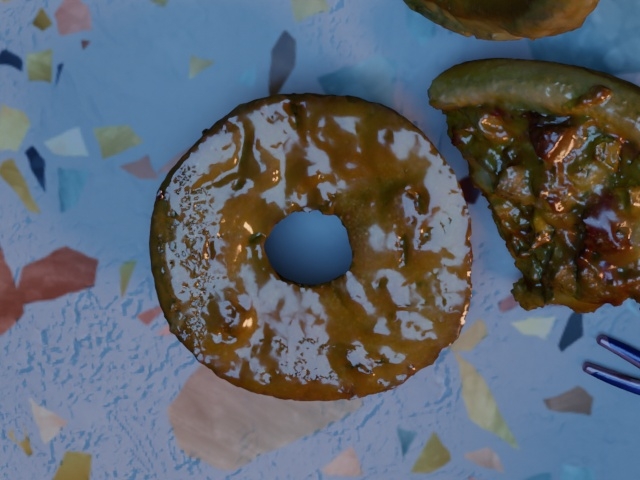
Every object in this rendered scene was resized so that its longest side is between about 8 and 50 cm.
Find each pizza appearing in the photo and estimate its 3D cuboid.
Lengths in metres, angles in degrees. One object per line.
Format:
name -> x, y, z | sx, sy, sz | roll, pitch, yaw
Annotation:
pizza -> 0.223, -0.022, 1.398 | 0.335, 0.086, 0.226 | 31, 122, 10

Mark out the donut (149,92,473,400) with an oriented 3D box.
donut -> -0.003, 0.000, 1.448 | 0.278, 0.108, 0.277 | 2, 103, 9

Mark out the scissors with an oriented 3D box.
scissors -> 0.286, 0.121, 1.482 | 0.113, 0.012, 0.039 | 26, 105, 2

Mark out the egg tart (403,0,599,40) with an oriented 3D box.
egg tart -> 0.127, -0.312, 1.301 | 0.129, 0.341, 0.341 | -30, 98, -25
